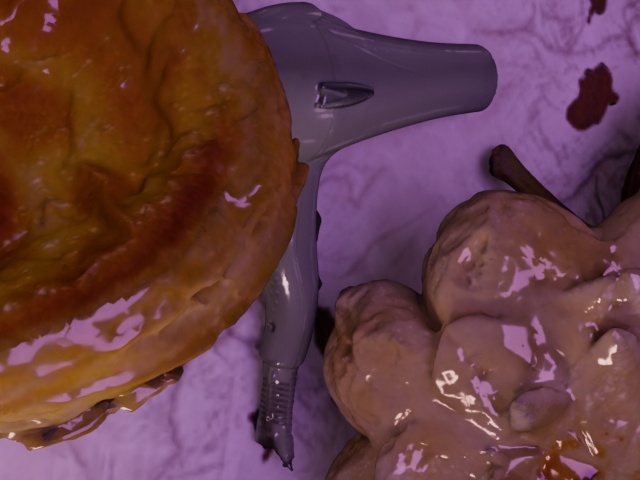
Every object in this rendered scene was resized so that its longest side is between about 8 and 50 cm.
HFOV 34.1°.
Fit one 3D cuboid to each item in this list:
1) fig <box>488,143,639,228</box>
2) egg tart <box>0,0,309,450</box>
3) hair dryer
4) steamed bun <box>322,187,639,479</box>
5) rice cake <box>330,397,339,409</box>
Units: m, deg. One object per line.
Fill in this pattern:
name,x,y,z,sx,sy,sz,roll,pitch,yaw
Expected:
fig,0.267,-0.006,0.699,0.250,0.186,0.203,-21,120,-17
egg tart,-0.156,-0.032,0.474,0.295,0.116,0.294,4,57,-6
hair dryer,0.025,-0.026,0.643,0.229,0.092,0.267,-28,119,-29
steamed bun,0.154,0.102,0.589,0.295,0.137,0.292,32,104,-19
rice cake,0.101,0.136,0.694,0.222,0.042,0.080,41,79,-23
